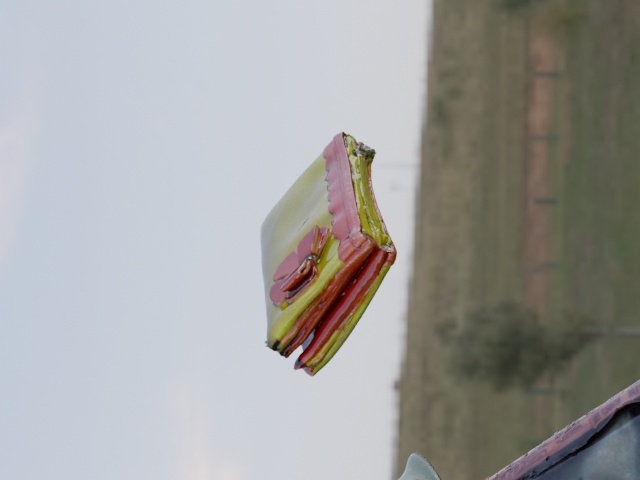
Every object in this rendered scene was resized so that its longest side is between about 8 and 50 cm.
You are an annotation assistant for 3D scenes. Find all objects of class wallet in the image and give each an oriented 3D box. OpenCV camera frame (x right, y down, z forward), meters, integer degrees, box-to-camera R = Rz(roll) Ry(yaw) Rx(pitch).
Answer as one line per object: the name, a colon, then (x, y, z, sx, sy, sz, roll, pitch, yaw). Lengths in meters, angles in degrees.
wallet: (0.000, 0.000, 1.640, 0.141, 0.067, 0.241, -53, 19, 18)

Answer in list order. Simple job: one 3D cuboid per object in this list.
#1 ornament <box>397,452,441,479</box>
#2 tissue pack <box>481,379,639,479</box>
ornament: (0.043, 0.267, 1.774, 0.075, 0.156, 0.081, 59, 157, 14)
tissue pack: (0.237, 0.220, 1.256, 0.245, 0.332, 0.123, 51, -157, -7)
